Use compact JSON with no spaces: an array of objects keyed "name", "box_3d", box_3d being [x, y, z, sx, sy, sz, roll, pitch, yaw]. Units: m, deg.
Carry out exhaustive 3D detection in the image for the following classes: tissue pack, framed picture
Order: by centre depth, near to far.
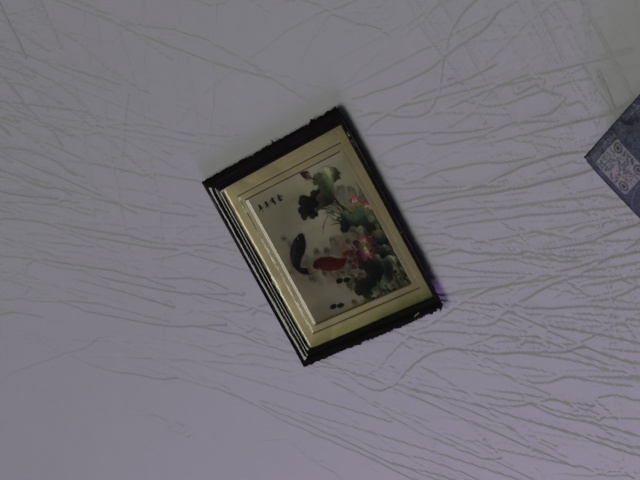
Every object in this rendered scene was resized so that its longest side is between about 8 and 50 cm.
[{"name":"tissue pack","box_3d":[0.280,-0.042,1.335,0.156,0.051,0.112,48,136,9]},{"name":"framed picture","box_3d":[0.000,0.000,1.613,0.195,0.010,0.199,-26,94,44]}]
